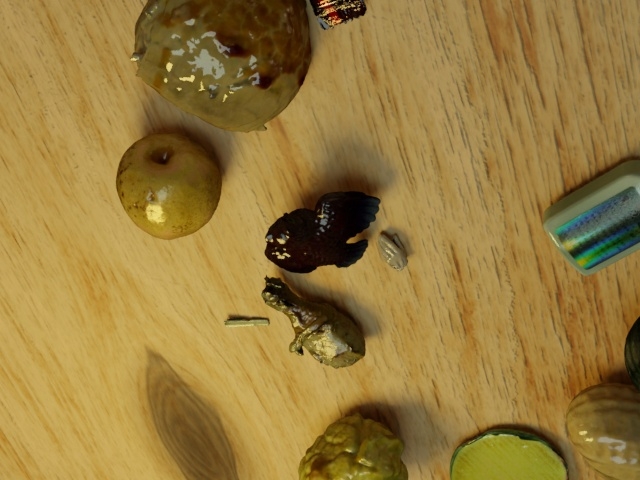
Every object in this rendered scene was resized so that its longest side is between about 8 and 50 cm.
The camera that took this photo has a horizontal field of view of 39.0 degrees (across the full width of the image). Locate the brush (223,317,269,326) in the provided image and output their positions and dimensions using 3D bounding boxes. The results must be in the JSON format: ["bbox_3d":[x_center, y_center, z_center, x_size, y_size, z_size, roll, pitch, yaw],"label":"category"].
[{"bbox_3d":[-0.136,0.150,1.665,0.084,0.013,0.016,-2,127,6],"label":"brush"}]

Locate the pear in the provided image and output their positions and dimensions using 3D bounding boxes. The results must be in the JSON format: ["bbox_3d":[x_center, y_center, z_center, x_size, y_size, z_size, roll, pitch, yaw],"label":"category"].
[{"bbox_3d":[-0.244,-0.084,1.459,0.178,0.178,0.178,6,124,10],"label":"pear"}]

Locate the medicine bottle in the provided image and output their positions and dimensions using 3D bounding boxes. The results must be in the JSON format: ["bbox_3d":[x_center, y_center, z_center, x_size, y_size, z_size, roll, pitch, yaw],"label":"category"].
[{"bbox_3d":[0.458,-0.048,1.346,0.229,0.083,0.121,-34,107,31],"label":"medicine bottle"}]

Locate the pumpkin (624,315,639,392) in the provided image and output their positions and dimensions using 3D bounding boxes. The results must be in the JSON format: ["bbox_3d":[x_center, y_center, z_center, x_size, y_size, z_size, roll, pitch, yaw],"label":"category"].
[{"bbox_3d":[0.598,0.191,1.397,0.250,0.216,0.250,18,158,8],"label":"pumpkin"}]

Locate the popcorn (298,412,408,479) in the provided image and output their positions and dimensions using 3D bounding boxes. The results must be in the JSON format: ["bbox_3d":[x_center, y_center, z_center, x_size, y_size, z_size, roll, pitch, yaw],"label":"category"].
[{"bbox_3d":[0.063,0.445,1.687,0.181,0.216,0.235,43,133,-20],"label":"popcorn"}]

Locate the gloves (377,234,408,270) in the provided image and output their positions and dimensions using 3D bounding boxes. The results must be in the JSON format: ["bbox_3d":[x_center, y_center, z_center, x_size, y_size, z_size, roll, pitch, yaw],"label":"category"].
[{"bbox_3d":[0.124,0.021,1.506,0.081,0.037,0.044,44,86,-10],"label":"gloves"}]

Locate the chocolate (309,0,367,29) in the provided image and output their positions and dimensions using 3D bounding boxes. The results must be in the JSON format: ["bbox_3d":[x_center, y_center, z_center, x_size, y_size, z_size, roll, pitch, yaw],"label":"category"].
[{"bbox_3d":[-0.002,-0.388,1.272,0.086,0.028,0.182,-18,116,32],"label":"chocolate"}]

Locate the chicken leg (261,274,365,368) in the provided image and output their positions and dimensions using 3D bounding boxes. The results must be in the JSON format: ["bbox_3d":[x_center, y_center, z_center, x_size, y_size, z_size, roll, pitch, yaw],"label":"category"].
[{"bbox_3d":[-0.022,0.149,1.591,0.228,0.088,0.103,33,137,-12],"label":"chicken leg"}]

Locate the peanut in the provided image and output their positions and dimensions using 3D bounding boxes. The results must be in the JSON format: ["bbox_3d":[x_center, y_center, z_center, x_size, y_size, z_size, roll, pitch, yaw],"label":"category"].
[{"bbox_3d":[0.573,0.353,1.538,0.340,0.158,0.174,18,104,-3],"label":"peanut"}]

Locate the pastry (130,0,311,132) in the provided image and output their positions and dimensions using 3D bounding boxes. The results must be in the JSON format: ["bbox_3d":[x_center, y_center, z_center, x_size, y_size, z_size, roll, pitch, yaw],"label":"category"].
[{"bbox_3d":[-0.139,-0.269,1.298,0.256,0.170,0.237,33,127,-15],"label":"pastry"}]

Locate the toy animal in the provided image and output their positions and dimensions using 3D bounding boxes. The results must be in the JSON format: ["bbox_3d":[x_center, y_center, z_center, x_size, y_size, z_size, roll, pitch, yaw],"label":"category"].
[{"bbox_3d":[-0.005,0.000,1.437,0.218,0.179,0.116,-35,83,31],"label":"toy animal"}]

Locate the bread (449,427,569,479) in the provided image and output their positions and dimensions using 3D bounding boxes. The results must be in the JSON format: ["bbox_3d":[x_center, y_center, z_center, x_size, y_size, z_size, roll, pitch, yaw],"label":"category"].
[{"bbox_3d":[0.358,0.442,1.723,0.229,0.033,0.228,5,123,8],"label":"bread"}]
